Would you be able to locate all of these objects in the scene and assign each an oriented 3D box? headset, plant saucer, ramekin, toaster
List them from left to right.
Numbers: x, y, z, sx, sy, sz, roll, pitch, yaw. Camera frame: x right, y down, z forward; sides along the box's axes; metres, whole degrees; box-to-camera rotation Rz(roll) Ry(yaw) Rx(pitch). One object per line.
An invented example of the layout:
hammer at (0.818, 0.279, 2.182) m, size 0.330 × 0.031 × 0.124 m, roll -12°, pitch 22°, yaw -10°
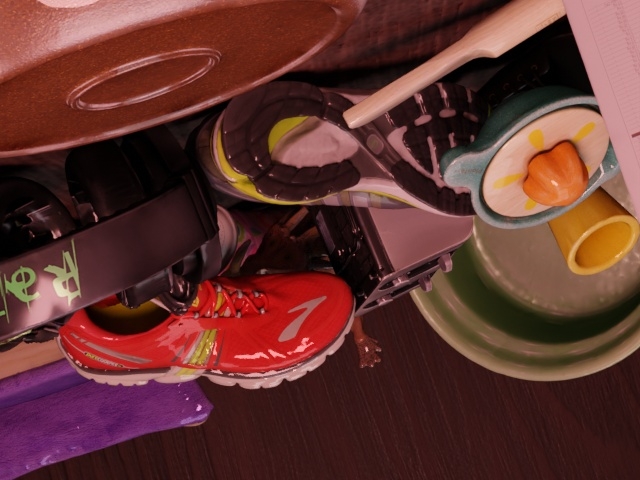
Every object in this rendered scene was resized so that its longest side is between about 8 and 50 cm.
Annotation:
headset at (-0.174, 0.022, 1.152) m, size 0.243 × 0.185 × 0.394 m, roll -19°, pitch -169°, yaw 11°
plant saucer at (-0.101, -0.106, 0.836) m, size 0.310 × 0.050 × 0.310 m, roll -19°, pitch 174°, yaw -2°
toaster at (0.054, -0.036, 1.477) m, size 0.110 × 0.186 × 0.168 m, roll -19°, pitch 167°, yaw -15°
ramekin at (0.241, -0.019, 1.598) m, size 0.303 × 0.303 × 0.148 m, roll -21°, pitch -178°, yaw 27°

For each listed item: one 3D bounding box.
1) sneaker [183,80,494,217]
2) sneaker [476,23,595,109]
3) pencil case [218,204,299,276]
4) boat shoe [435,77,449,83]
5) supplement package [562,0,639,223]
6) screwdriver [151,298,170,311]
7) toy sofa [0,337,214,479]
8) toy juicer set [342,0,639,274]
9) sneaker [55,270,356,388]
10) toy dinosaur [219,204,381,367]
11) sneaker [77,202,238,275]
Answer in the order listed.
sneaker at (0.024, -0.075, 1.241) m, size 0.300 × 0.111 × 0.121 m, roll 5°, pitch 177°, yaw -35°
sneaker at (0.189, -0.118, 1.314) m, size 0.118 × 0.083 × 0.222 m, roll -40°, pitch -175°, yaw -22°
pencil case at (0.009, -0.008, 1.871) m, size 0.284 × 0.124 × 0.124 m, roll -16°, pitch 174°, yaw -32°
boat shoe at (0.102, -0.125, 1.386) m, size 0.046 × 0.038 × 0.125 m, roll -53°, pitch 167°, yaw 18°
supplement package at (0.278, -0.105, 1.049) m, size 0.139 × 0.244 × 0.134 m, roll -22°, pitch 174°, yaw 39°
screwdriver at (-0.200, 0.023, 1.346) m, size 0.024 × 0.170 × 0.025 m, roll -60°, pitch 176°, yaw 21°
toy sofa at (-0.310, 0.171, 1.722) m, size 0.362 × 0.177 × 0.150 m, roll -18°, pitch 176°, yaw 11°
toy juicer set at (0.196, -0.089, 1.179) m, size 0.209 × 0.089 × 0.329 m, roll -45°, pitch 140°, yaw 19°
sneaker at (-0.104, 0.070, 1.409) m, size 0.279 × 0.107 × 0.118 m, roll -8°, pitch 147°, yaw -3°
toy dinosaur at (0.000, 0.000, 1.655) m, size 0.127 × 0.200 × 0.296 m, roll -1°, pitch -135°, yaw 21°
sneaker at (-0.217, 0.026, 1.485) m, size 0.292 × 0.108 × 0.169 m, roll -16°, pitch 178°, yaw -6°
